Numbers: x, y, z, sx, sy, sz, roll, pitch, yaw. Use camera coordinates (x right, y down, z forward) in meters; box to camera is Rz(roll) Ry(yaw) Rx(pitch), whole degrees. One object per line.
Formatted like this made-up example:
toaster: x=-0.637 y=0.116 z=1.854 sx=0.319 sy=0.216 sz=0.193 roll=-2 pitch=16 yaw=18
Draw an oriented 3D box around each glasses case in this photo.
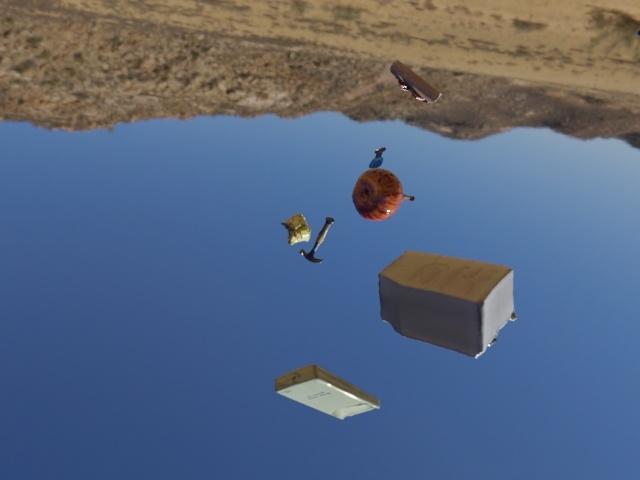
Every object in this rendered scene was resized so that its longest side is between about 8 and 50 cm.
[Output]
glasses case: x=0.320 y=-0.532 z=2.223 sx=0.193 sy=0.070 sz=0.102 roll=39 pitch=-163 yaw=4

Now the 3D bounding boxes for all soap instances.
soap: x=0.440 y=0.203 z=2.314 sx=0.435 sy=0.212 sz=0.350 roll=10 pitch=-153 yaw=36

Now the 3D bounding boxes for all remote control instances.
remote control: x=0.023 y=0.361 z=1.527 sx=0.285 sy=0.123 sz=0.038 roll=34 pitch=-140 yaw=-43

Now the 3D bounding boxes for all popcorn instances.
popcorn: x=-0.077 y=-0.038 z=2.183 sx=0.089 sy=0.096 sz=0.109 roll=-22 pitch=149 yaw=15

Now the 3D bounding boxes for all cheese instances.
cheese: x=0.176 y=-0.251 z=1.995 sx=0.047 sy=0.111 sz=0.017 roll=-18 pitch=-113 yaw=-16

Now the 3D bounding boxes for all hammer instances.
hammer: x=0.000 y=0.000 z=2.027 sx=0.078 sy=0.201 sz=0.021 roll=35 pitch=-136 yaw=5

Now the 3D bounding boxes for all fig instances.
fig: x=0.149 y=-0.116 z=1.540 sx=0.150 sy=0.128 sz=0.128 roll=-31 pitch=-147 yaw=-16

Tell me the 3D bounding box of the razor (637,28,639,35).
razor: x=0.947 y=-0.630 z=1.865 sx=0.044 sy=0.028 sz=0.154 roll=36 pitch=165 yaw=11
